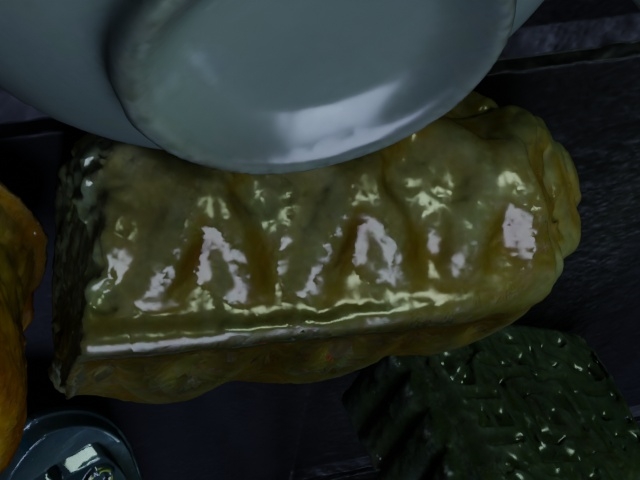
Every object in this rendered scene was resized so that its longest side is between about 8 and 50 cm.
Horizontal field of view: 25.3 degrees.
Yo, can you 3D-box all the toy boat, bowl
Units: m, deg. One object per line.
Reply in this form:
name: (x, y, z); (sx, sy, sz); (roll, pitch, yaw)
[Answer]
toy boat: (-0.165, 0.190, 0.936); (0.114, 0.122, 0.296); (-33, 152, -22)
bowl: (-0.017, -0.117, 0.482); (0.289, 0.146, 0.289); (-12, 149, -8)

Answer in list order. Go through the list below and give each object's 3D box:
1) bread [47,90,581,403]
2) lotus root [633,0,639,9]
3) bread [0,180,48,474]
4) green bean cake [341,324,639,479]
bread: (0.000, 0.000, 0.699); (0.268, 0.130, 0.152); (-6, 143, -19)
lotus root: (0.179, -0.152, 0.445); (0.175, 0.175, 0.349); (-44, 178, 38)
bread: (-0.253, 0.049, 0.645); (0.268, 0.145, 0.268); (-12, 145, -9)
green bean cake: (0.126, 0.136, 0.933); (0.173, 0.181, 0.094); (4, 135, -31)
